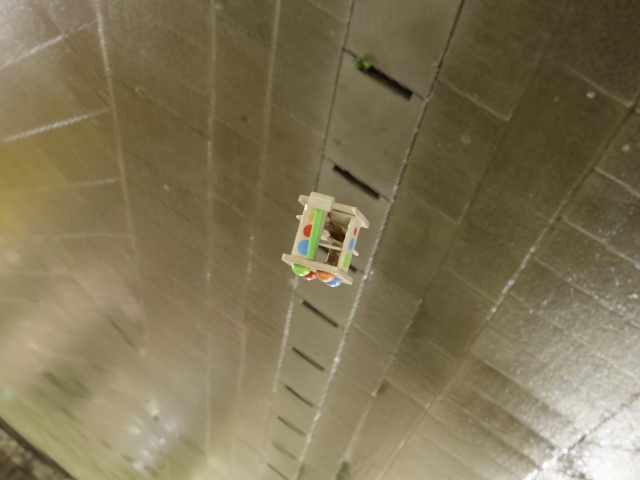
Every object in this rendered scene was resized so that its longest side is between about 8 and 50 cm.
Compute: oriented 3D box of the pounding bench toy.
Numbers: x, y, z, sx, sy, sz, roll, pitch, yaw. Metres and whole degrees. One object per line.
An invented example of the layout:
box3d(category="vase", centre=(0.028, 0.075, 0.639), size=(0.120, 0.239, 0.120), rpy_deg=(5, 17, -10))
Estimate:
box3d(category="pounding bench toy", centre=(0.000, 0.000, 0.698), size=(0.052, 0.065, 0.083), rpy_deg=(14, 171, 19))
